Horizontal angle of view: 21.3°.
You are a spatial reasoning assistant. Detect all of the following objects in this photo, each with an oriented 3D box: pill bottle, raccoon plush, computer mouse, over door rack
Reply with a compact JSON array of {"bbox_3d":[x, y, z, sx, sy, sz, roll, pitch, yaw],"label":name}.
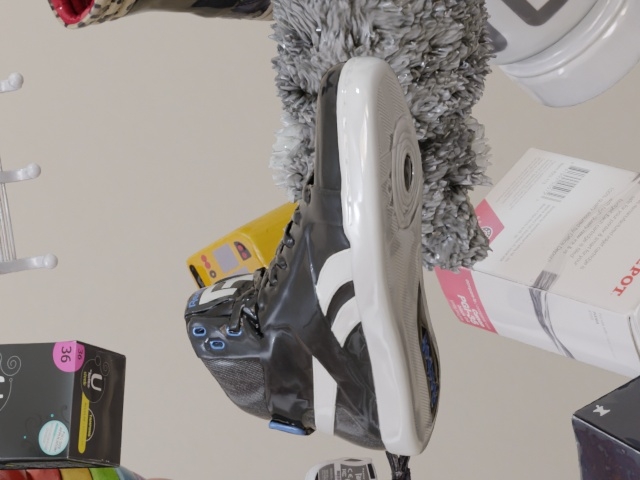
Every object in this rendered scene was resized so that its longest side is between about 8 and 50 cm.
[{"bbox_3d":[0.147,-0.292,1.575,0.204,0.361,0.204,-34,34,28],"label":"pill bottle"},{"bbox_3d":[0.020,-0.116,1.200,0.216,0.299,0.446,-1,0,15],"label":"raccoon plush"},{"bbox_3d":[0.039,0.288,2.014,0.042,0.106,0.193,-7,-8,43],"label":"computer mouse"},{"bbox_3d":[-0.458,-0.057,1.898,0.324,0.239,0.108,-10,0,-33],"label":"over door rack"}]

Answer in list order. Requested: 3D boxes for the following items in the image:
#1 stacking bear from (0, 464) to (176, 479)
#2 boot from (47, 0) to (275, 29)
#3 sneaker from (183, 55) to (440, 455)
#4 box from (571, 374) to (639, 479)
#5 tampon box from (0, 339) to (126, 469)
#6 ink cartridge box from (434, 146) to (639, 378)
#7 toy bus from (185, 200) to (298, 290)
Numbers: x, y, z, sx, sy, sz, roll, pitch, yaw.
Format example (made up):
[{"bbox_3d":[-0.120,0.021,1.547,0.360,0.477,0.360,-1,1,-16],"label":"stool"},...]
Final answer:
[{"bbox_3d":[-0.296,0.313,1.908,0.175,0.289,0.164,-56,40,14],"label":"stacking bear"},{"bbox_3d":[-0.126,-0.381,1.654,0.284,0.377,0.138,-16,38,-42],"label":"boot"},{"bbox_3d":[-0.014,0.013,0.819,0.121,0.217,0.079,3,33,18],"label":"sneaker"},{"bbox_3d":[0.428,0.265,1.709,0.296,0.294,0.183,-25,29,-26],"label":"box"},{"bbox_3d":[-0.295,0.171,1.744,0.161,0.101,0.120,-5,76,25],"label":"tampon box"},{"bbox_3d":[0.301,0.024,1.900,0.283,0.117,0.207,18,54,44],"label":"ink cartridge box"},{"bbox_3d":[0.000,0.000,1.807,0.130,0.108,0.332,-30,-1,40],"label":"toy bus"}]
